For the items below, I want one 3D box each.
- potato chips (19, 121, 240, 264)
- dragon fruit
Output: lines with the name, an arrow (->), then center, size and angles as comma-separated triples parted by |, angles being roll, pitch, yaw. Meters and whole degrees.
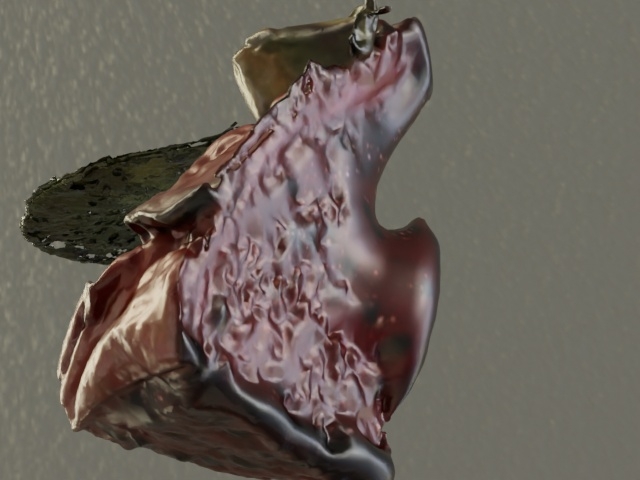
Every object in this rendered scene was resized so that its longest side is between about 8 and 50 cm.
potato chips -> -0.117, -0.030, 1.046 | 0.220, 0.029, 0.202 | -26, -26, 26
dragon fruit -> -0.001, -0.012, 0.466 | 0.122, 0.192, 0.092 | 23, -33, 12
